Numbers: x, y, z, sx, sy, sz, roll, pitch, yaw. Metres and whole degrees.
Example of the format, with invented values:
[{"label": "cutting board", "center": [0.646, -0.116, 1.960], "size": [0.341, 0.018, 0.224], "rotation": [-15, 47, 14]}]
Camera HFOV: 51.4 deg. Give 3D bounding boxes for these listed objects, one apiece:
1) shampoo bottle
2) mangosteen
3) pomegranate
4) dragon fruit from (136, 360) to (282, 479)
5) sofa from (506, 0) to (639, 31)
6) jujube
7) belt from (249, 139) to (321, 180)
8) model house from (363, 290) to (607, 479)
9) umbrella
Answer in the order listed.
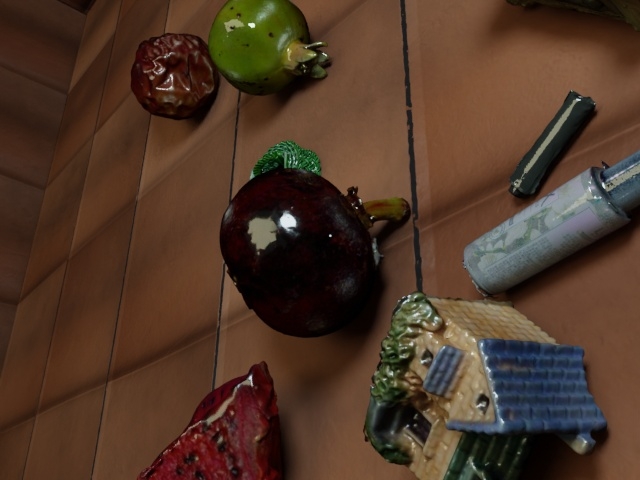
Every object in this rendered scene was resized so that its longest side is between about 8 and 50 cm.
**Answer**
[{"label": "shampoo bottle", "center": [0.246, -0.018, 0.680], "size": [0.214, 0.072, 0.072], "rotation": [-38, 45, 37]}, {"label": "mangosteen", "center": [0.000, 0.000, 0.901], "size": [0.261, 0.236, 0.235], "rotation": [-30, 40, -3]}, {"label": "pomegranate", "center": [-0.097, -0.370, 1.233], "size": [0.246, 0.198, 0.198], "rotation": [12, 82, 52]}, {"label": "dragon fruit", "center": [-0.147, 0.312, 0.895], "size": [0.302, 0.240, 0.330], "rotation": [45, 118, 34]}, {"label": "sofa", "center": [0.265, -0.355, 0.705], "size": [0.258, 0.182, 0.200], "rotation": [45, 120, 52]}, {"label": "jujube", "center": [-0.371, -0.407, 1.638], "size": [0.216, 0.216, 0.342], "rotation": [-63, 29, 8]}, {"label": "belt", "center": [-0.073, -0.108, 1.154], "size": [0.151, 0.079, 0.121], "rotation": [-24, 54, 47]}, {"label": "model house", "center": [0.155, 0.168, 0.630], "size": [0.172, 0.166, 0.183], "rotation": [41, 118, 51]}, {"label": "umbrella", "center": [0.255, -0.106, 0.747], "size": [0.133, 0.031, 0.036], "rotation": [-57, 10, 17]}]
